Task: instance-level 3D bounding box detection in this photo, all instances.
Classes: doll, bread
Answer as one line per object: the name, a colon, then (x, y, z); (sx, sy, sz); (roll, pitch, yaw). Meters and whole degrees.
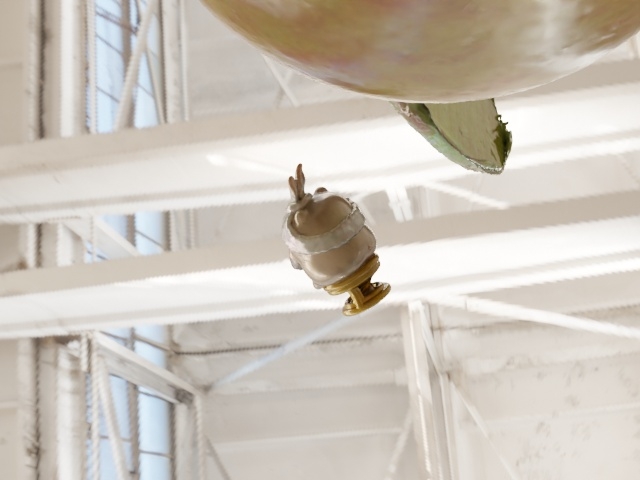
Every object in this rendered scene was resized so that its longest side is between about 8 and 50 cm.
doll: (0.000, 0.000, 0.816); (0.073, 0.084, 0.127); (-41, -76, -43)
bread: (0.094, -0.189, 0.973); (0.045, 0.301, 0.301); (-31, -113, 27)

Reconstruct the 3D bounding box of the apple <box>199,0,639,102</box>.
apple: (0.084, -0.264, 0.533); (0.334, 0.400, 0.400); (32, -99, 19)
